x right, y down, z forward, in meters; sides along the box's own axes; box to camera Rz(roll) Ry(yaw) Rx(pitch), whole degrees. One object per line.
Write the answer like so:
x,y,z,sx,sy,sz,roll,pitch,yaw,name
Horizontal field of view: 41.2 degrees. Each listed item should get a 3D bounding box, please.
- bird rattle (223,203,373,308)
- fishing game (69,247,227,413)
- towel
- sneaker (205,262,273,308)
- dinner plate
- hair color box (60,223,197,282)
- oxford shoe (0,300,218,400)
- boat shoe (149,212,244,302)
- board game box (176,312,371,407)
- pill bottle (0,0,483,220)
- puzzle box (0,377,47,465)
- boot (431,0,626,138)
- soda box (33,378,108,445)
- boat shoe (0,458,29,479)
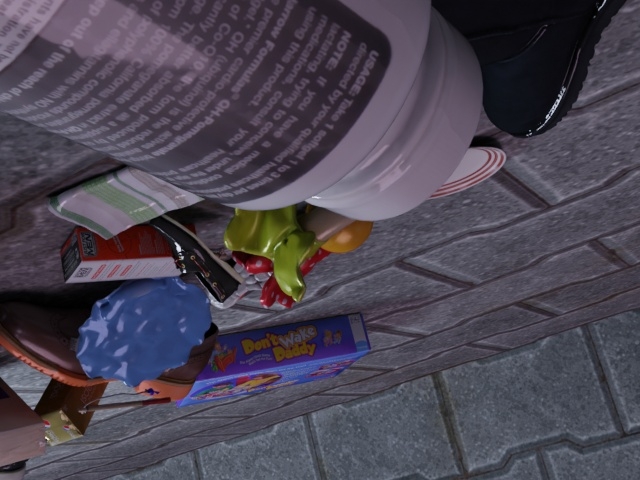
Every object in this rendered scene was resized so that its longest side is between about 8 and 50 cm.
0.000,0.000,0.986,0.207,0.143,0.253,-31,165,-1,bird rattle
-0.234,0.116,1.118,0.189,0.041,0.264,-1,123,-37,fishing game
-0.182,-0.044,0.864,0.152,0.023,0.113,-19,162,14,towel
-0.087,0.040,1.166,0.158,0.061,0.065,-23,-173,28,sneaker
0.150,-0.083,1.012,0.141,0.017,0.141,-12,162,-4,dinner plate
-0.218,0.014,0.979,0.141,0.043,0.072,-3,159,-34,hair color box
-0.292,0.123,1.189,0.133,0.130,0.363,-53,144,10,oxford shoe
-0.143,0.019,0.951,0.133,0.042,0.049,46,167,-27,boat shoe
-0.103,0.237,1.678,0.347,0.078,0.233,-7,161,-21,board game box
-0.060,-0.117,0.401,0.176,0.176,0.318,-27,146,34,pill bottle
-0.602,0.258,1.112,0.409,0.052,0.272,-8,-164,-37,puzzle box
0.106,-0.151,0.640,0.207,0.094,0.246,-13,156,-15,boot
-0.364,0.218,1.277,0.061,0.181,0.058,-21,118,19,soda box
-0.593,0.290,1.298,0.302,0.091,0.114,15,-175,-19,boat shoe
